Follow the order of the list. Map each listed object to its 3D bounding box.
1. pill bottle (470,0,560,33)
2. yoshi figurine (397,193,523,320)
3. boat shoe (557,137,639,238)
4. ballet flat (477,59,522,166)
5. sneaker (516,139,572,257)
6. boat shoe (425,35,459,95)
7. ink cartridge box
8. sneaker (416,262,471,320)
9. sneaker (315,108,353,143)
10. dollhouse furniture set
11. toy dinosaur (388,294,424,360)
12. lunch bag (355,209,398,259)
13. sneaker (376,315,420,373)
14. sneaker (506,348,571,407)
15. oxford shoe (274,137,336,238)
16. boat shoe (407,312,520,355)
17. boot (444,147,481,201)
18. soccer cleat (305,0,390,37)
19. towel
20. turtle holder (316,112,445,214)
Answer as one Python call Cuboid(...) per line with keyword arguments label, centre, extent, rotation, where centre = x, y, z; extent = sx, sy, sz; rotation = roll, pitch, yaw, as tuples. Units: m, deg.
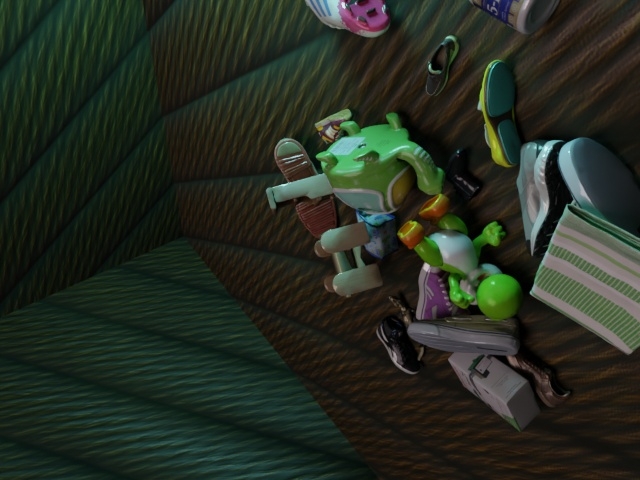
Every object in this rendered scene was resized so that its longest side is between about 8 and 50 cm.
Cuboid(label="pill bottle", centre=(0.339, -0.475, 0.926), extent=(0.187, 0.112, 0.112), rotation=(46, 148, 27))
Cuboid(label="yoshi figurine", centre=(0.373, 0.063, 1.241), extent=(0.362, 0.203, 0.203), rotation=(45, 127, -7))
Cuboid(label="boat shoe", centre=(0.550, -0.020, 0.970), extent=(0.367, 0.136, 0.156), rotation=(52, 155, 0))
Cuboid(label="ballet flat", centre=(0.380, -0.269, 1.085), extent=(0.231, 0.077, 0.077), rotation=(71, 167, -19))
Cuboid(label="sneaker", centre=(0.473, -0.089, 1.072), extent=(0.108, 0.100, 0.272), rotation=(-137, 35, -58))
Cuboid(label="boat shoe", centre=(0.271, -0.401, 1.166), extent=(0.056, 0.049, 0.152), rotation=(47, 148, 26))
Cuboid(label="ink cartridge box", centre=(0.479, 0.397, 1.393), extent=(0.219, 0.092, 0.160), rotation=(34, 162, 54))
Cuboid(label="sneaker", centre=(0.372, 0.154, 1.451), extent=(0.161, 0.102, 0.282), rotation=(26, 140, 33))
Cuboid(label="sneaker", centre=(0.055, -0.350, 1.563), extent=(0.084, 0.069, 0.185), rotation=(61, 159, -17))
Cuboid(label="dollhouse furniture set", centre=(0.000, 0.000, 1.627), extent=(0.362, 0.256, 0.394), rotation=(136, 118, -85))
Cuboid(label="toy dinosaur", centre=(0.316, 0.298, 1.688), extent=(0.268, 0.064, 0.118), rotation=(66, 166, -10))
Cuboid(label="lunch bag", centre=(0.172, -0.030, 1.602), extent=(0.151, 0.096, 0.129), rotation=(28, 137, 50))
Cuboid(label="sneaker", centre=(0.283, 0.366, 1.778), extent=(0.217, 0.079, 0.121), rotation=(50, 151, 25))
Cuboid(label="sneaker", centre=(0.573, 0.344, 1.316), extent=(0.188, 0.066, 0.071), rotation=(50, 133, 12))
Cuboid(label="oxford shoe", centre=(-0.044, -0.195, 1.829), extent=(0.146, 0.140, 0.397), rotation=(-105, -7, -70))
Cuboid(label="boat shoe", centre=(0.393, 0.250, 1.382), extent=(0.302, 0.094, 0.109), rotation=(3, 146, 28))
Cuboid(label="boot", centre=(0.357, -0.159, 1.240), extent=(0.099, 0.045, 0.121), rotation=(53, 158, 21))
Cuboid(label="soccer cleat", centre=(0.065, -0.601, 1.298), extent=(0.331, 0.116, 0.143), rotation=(51, 166, 25))
Cuboid(label="towel", centre=(0.539, 0.089, 0.953), extent=(0.248, 0.038, 0.325), rotation=(36, 161, 27))
Cuboid(label="turtle holder", centre=(0.171, -0.199, 1.365), extent=(0.320, 0.243, 0.227), rotation=(-14, 125, 21))
